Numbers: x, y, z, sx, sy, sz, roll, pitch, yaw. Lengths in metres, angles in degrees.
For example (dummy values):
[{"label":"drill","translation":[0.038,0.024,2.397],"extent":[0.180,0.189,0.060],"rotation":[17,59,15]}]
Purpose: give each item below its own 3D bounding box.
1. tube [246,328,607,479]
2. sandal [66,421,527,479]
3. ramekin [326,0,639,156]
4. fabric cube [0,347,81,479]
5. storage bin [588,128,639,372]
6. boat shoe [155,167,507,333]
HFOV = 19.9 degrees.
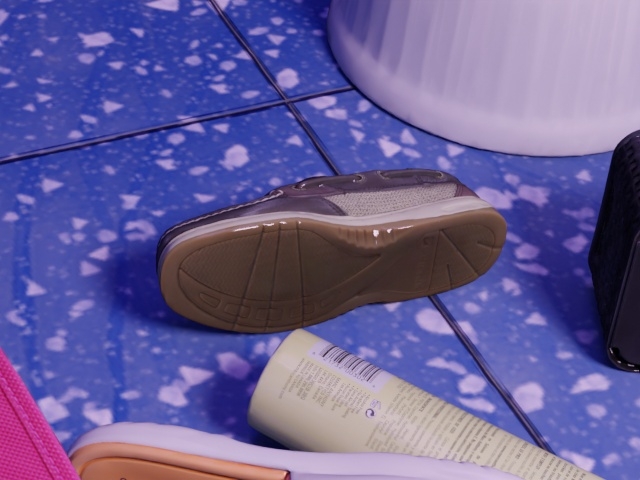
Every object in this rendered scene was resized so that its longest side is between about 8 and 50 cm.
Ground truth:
[{"label":"tube","translation":[0.076,0.127,0.962],"extent":[0.240,0.062,0.070],"rotation":[26,87,14]},{"label":"sandal","translation":[-0.008,0.156,0.888],"extent":[0.265,0.102,0.076],"rotation":[6,41,13]},{"label":"ramekin","translation":[0.148,-0.194,1.284],"extent":[0.277,0.135,0.277],"rotation":[4,40,-4]},{"label":"fabric cube","translation":[-0.180,0.237,0.622],"extent":[0.258,0.254,0.259],"rotation":[-19,54,-25]},{"label":"storage bin","translation":[0.258,0.010,1.067],"extent":[0.180,0.122,0.084],"rotation":[2,40,-5]},{"label":"boat shoe","translation":[0.001,-0.001,1.086],"extent":[0.223,0.080,0.073],"rotation":[-7,36,-24]}]
